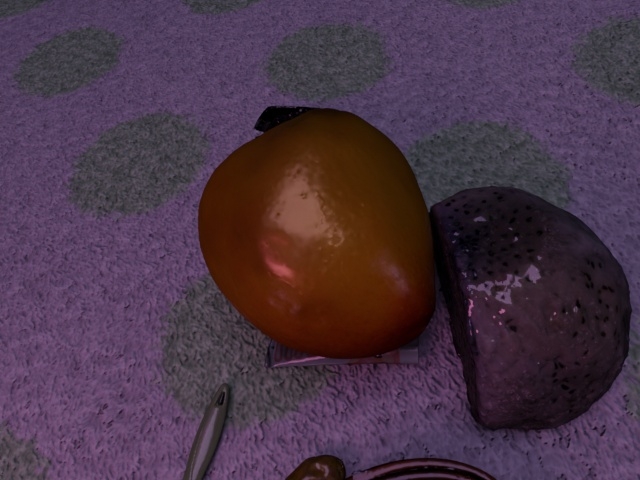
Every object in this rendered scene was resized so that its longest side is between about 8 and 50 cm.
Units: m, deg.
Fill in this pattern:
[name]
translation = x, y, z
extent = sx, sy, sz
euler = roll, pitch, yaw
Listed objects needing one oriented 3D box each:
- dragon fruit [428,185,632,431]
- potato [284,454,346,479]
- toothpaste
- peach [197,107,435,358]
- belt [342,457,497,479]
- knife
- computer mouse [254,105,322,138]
[dragon fruit]
translation = 0.250, 0.052, 0.592
extent = 0.204, 0.221, 0.282
euler = -13, 51, 8
[potato]
translation = -0.012, 0.277, 0.577
extent = 0.092, 0.045, 0.046
euler = -29, 57, -15
[toothpaste]
translation = 0.027, 0.145, 0.672
extent = 0.205, 0.036, 0.056
euler = -2, 54, 13
[peach]
translation = -0.004, 0.003, 0.636
extent = 0.289, 0.289, 0.307
euler = -19, 80, -4
[belt]
translation = 0.073, 0.325, 0.494
extent = 0.262, 0.105, 0.184
euler = -15, 56, -2
[knife]
translation = -0.156, 0.311, 0.593
extent = 0.043, 0.019, 0.293
euler = 9, 58, 13
[computer mouse]
translation = -0.005, -0.158, 0.841
extent = 0.242, 0.146, 0.077
euler = 17, 32, 21
